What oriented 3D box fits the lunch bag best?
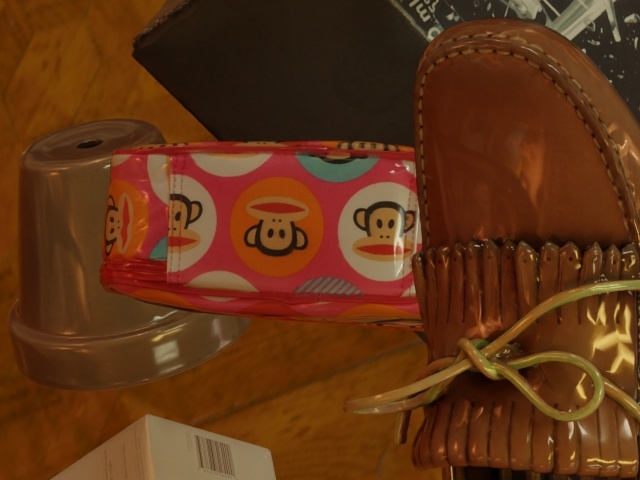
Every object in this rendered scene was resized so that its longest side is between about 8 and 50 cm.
[{"bbox_3d":[0.000,0.000,1.261,0.293,0.258,0.120,4,86,7],"label":"lunch bag"}]

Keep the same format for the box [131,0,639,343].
[{"bbox_3d":[0.151,-0.216,1.733,0.480,0.297,0.472,44,49,-17],"label":"box"}]

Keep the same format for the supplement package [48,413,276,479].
[{"bbox_3d":[-0.158,0.259,1.377,0.139,0.244,0.134,23,43,-42],"label":"supplement package"}]

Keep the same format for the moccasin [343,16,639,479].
[{"bbox_3d":[0.101,0.083,0.844,0.147,0.139,0.380,-31,122,-55],"label":"moccasin"}]

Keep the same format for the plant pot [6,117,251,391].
[{"bbox_3d":[-0.216,0.000,1.845,0.263,0.263,0.229,-17,113,-18],"label":"plant pot"}]
